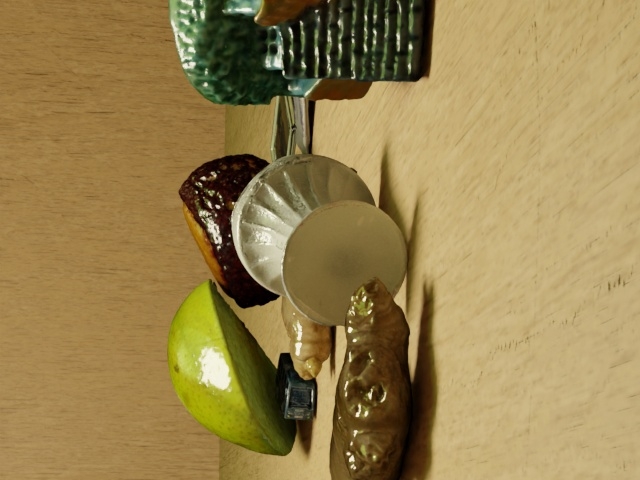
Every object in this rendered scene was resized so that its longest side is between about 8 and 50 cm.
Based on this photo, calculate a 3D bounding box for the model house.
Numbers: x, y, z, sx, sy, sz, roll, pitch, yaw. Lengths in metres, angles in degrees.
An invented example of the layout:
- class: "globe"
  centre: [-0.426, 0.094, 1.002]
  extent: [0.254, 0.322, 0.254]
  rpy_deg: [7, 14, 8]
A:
- class: "model house"
  centre: [0.010, -0.254, 1.289]
  extent: [0.241, 0.226, 0.261]
  rpy_deg: [14, 106, 51]

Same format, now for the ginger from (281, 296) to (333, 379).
- class: "ginger"
  centre: [-0.014, 0.069, 1.759]
  extent: [0.137, 0.074, 0.213]
  rpy_deg: [-108, 15, -66]

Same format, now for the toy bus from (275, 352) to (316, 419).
- class: "toy bus"
  centre: [-0.038, 0.214, 1.958]
  extent: [0.166, 0.047, 0.065]
  rpy_deg: [-122, 38, -77]

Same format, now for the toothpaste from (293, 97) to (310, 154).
- class: "toothpaste"
  centre: [-0.034, -0.266, 2.031]
  extent: [0.099, 0.068, 0.282]
  rpy_deg: [-48, -39, -58]

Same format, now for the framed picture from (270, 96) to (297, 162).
- class: "framed picture"
  centre: [-0.067, -0.179, 2.363]
  extent: [0.252, 0.014, 0.197]
  rpy_deg: [-100, 15, -56]

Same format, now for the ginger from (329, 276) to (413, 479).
- class: "ginger"
  centre: [0.049, 0.189, 1.287]
  extent: [0.166, 0.080, 0.333]
  rpy_deg: [-75, -12, -52]

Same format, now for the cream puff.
- class: "cream puff"
  centre: [-0.109, -0.020, 2.016]
  extent: [0.239, 0.165, 0.239]
  rpy_deg: [61, 172, 15]

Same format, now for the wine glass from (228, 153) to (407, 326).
- class: "wine glass"
  centre: [0.000, 0.000, 1.385]
  extent: [0.196, 0.165, 0.165]
  rpy_deg: [-136, 49, -74]

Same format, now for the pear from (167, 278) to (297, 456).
- class: "pear"
  centre: [-0.133, 0.237, 1.992]
  extent: [0.288, 0.139, 0.239]
  rpy_deg: [58, -178, -43]
